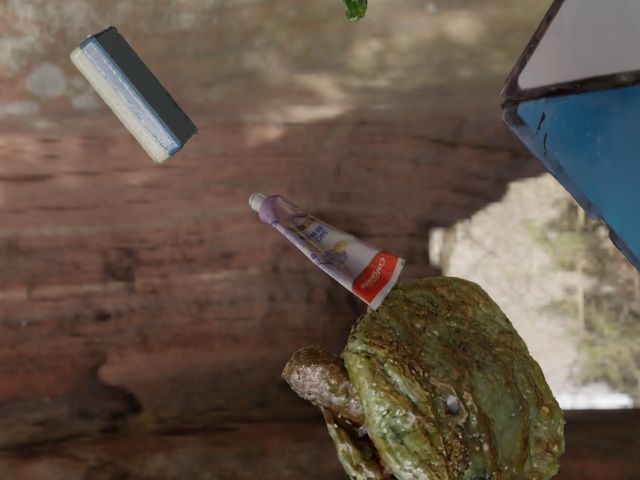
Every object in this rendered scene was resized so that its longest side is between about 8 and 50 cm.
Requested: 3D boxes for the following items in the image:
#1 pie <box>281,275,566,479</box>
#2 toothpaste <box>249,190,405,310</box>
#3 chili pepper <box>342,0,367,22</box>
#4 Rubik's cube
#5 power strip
[{"bbox_3d":[0.191,0.232,1.871,0.418,0.395,0.180,-25,165,-45],"label":"pie"},{"bbox_3d":[0.000,0.000,1.794,0.075,0.048,0.301,-38,-134,-22],"label":"toothpaste"},{"bbox_3d":[0.028,-0.293,1.461,0.034,0.091,0.030,-27,177,-46],"label":"chili pepper"},{"bbox_3d":[0.386,-0.134,1.052,0.305,0.310,0.307,-2,133,-40],"label":"Rubik's cube"},{"bbox_3d":[-0.160,-0.126,1.082,0.032,0.123,0.056,-35,-169,20],"label":"power strip"}]
